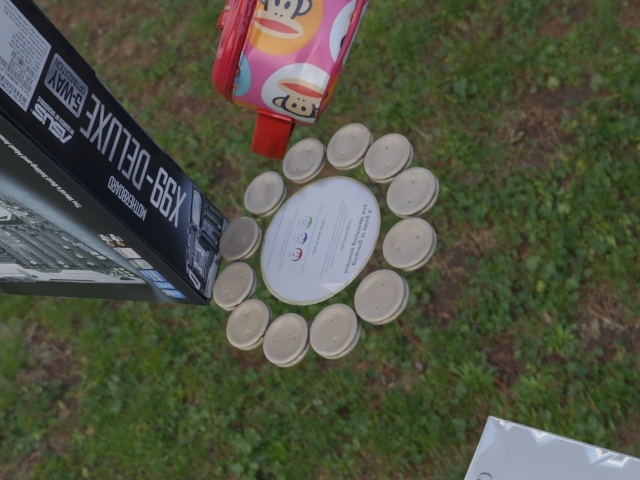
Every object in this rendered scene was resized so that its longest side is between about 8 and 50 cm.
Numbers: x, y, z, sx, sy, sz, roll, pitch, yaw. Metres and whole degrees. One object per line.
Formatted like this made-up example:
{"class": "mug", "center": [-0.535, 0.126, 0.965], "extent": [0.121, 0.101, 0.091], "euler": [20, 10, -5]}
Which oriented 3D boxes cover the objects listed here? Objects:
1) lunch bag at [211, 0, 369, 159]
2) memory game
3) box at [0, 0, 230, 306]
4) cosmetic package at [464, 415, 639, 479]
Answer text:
{"class": "lunch bag", "center": [-0.015, -0.198, 0.804], "extent": [0.120, 0.293, 0.258], "euler": [17, 95, -3]}
{"class": "memory game", "center": [0.000, 0.000, 0.631], "extent": [0.186, 0.012, 0.186], "euler": [-19, 53, 28]}
{"class": "box", "center": [-0.236, -0.054, 0.615], "extent": [0.243, 0.307, 0.076], "euler": [1, 64, 22]}
{"class": "cosmetic package", "center": [0.316, 0.346, 0.908], "extent": [0.385, 0.156, 0.217], "euler": [13, 46, 20]}
